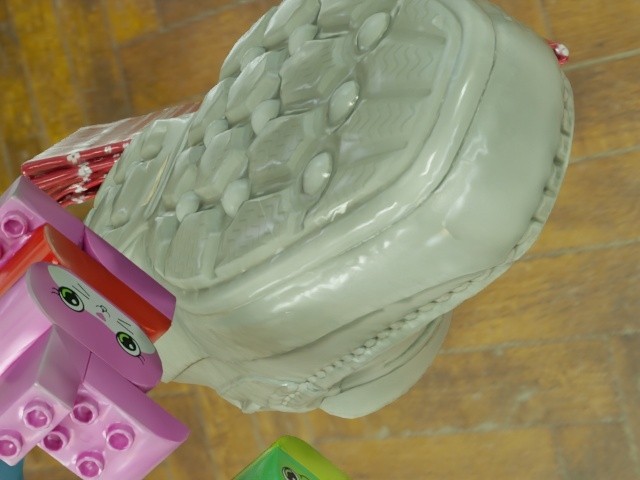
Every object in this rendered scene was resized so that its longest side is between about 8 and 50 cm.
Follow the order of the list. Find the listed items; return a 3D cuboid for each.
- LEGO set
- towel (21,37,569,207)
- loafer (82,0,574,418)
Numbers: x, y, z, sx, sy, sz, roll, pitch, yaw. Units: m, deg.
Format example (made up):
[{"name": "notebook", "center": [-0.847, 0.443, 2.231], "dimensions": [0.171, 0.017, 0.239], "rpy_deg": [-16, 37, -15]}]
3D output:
[{"name": "LEGO set", "center": [-0.016, 0.104, 0.353], "dimensions": [0.227, 0.093, 0.087], "rpy_deg": [41, 111, -18]}, {"name": "towel", "center": [-0.015, -0.066, 0.811], "dimensions": [0.275, 0.199, 0.031], "rpy_deg": [-13, 100, 2]}, {"name": "loafer", "center": [0.000, 0.000, 0.485], "dimensions": [0.112, 0.111, 0.319], "rpy_deg": [-67, 15, -13]}]
